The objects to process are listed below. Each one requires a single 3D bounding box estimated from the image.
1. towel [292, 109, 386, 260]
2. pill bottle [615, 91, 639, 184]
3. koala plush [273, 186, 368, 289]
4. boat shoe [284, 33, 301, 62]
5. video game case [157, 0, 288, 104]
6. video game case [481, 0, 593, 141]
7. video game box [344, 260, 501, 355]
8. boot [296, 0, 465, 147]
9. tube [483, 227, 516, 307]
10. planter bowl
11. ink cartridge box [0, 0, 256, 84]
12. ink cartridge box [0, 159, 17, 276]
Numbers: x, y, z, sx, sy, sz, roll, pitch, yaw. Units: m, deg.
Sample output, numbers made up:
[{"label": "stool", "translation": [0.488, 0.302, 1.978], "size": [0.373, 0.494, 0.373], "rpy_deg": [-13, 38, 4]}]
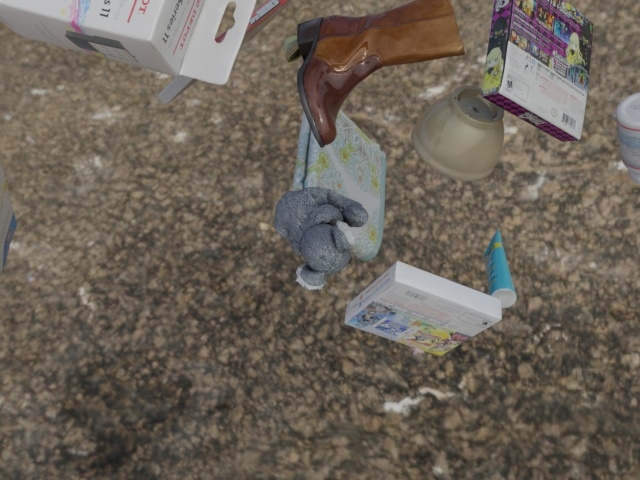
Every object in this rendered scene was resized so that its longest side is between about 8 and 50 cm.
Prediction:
[{"label": "towel", "translation": [0.055, -0.171, 1.809], "size": [0.090, 0.320, 0.374], "rpy_deg": [-19, 51, 35]}, {"label": "pill bottle", "translation": [0.569, -0.173, 1.177], "size": [0.087, 0.160, 0.087], "rpy_deg": [-17, 45, 17]}, {"label": "koala plush", "translation": [0.000, 0.000, 1.507], "size": [0.196, 0.203, 0.221], "rpy_deg": [-48, 31, 20]}, {"label": "boat shoe", "translation": [-0.021, -0.422, 1.439], "size": [0.153, 0.056, 0.048], "rpy_deg": [-6, 82, 43]}, {"label": "video game case", "translation": [-0.163, -0.369, 1.251], "size": [0.204, 0.025, 0.285], "rpy_deg": [-25, 21, 48]}, {"label": "video game case", "translation": [0.352, -0.292, 1.077], "size": [0.042, 0.232, 0.210], "rpy_deg": [1, 79, 51]}, {"label": "video game box", "translation": [0.173, 0.123, 1.164], "size": [0.205, 0.187, 0.048], "rpy_deg": [21, 52, -16]}, {"label": "boot", "translation": [0.105, -0.294, 1.158], "size": [0.280, 0.096, 0.264], "rpy_deg": [-7, 57, 11]}, {"label": "tube", "translation": [0.384, 0.062, 1.463], "size": [0.052, 0.080, 0.207], "rpy_deg": [20, 33, -7]}, {"label": "planter bowl", "translation": [0.253, -0.198, 1.177], "size": [0.162, 0.109, 0.162], "rpy_deg": [9, 51, -12]}, {"label": "ink cartridge box", "translation": [-0.278, -0.369, 0.963], "size": [0.353, 0.119, 0.207], "rpy_deg": [16, 81, 10]}, {"label": "ink cartridge box", "translation": [-0.522, -0.018, 0.894], "size": [0.168, 0.233, 0.171], "rpy_deg": [11, 61, -12]}]
